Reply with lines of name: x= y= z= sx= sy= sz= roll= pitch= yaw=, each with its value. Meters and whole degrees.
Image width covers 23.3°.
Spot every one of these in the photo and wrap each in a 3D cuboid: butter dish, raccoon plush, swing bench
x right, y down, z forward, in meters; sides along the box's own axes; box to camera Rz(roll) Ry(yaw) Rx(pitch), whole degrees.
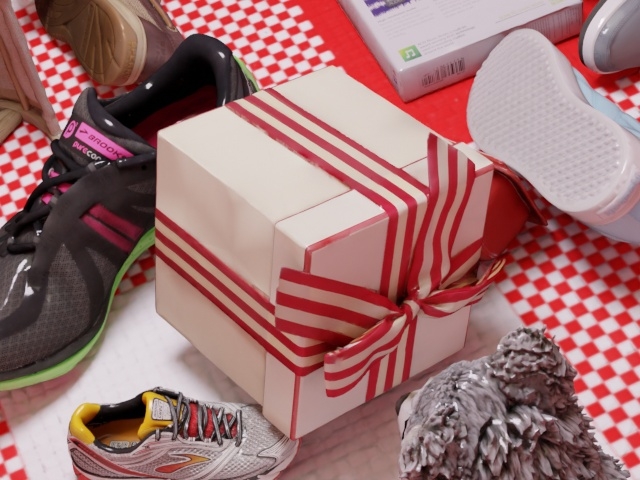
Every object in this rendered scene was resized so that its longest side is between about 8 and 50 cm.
butter dish: x=0.128 y=-0.028 z=1.561 sx=0.160 sy=0.160 sz=0.118 roll=23 pitch=80 yaw=27
raccoon plush: x=0.251 y=0.238 z=1.194 sx=0.446 sy=0.299 sz=0.216 roll=15 pitch=54 yaw=21
swing bench: x=-0.443 y=-0.166 z=1.690 sx=0.255 sy=0.253 sz=0.165 roll=-36 pitch=53 yaw=-20

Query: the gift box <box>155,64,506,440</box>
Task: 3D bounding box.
gift box: x=0.000 y=0.000 z=1.430 sx=0.255 sy=0.276 sz=0.258 roll=-29 pitch=49 yaw=-30

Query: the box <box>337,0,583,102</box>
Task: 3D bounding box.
box: x=0.135 y=-0.318 z=1.849 sx=0.232 sy=0.058 sz=0.322 roll=-21 pitch=51 yaw=-8

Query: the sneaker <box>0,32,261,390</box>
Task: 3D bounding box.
sneaker: x=-0.245 y=-0.042 z=1.583 sx=0.185 sy=0.202 sz=0.483 roll=25 pitch=58 yaw=28

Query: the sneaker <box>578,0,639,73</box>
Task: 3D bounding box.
sneaker: x=0.443 y=-0.235 z=1.686 sx=0.295 sy=0.124 sz=0.178 roll=-29 pitch=42 yaw=-16

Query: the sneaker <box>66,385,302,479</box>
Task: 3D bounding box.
sneaker: x=-0.128 y=0.185 z=1.442 sx=0.225 sy=0.092 sz=0.088 roll=-6 pitch=48 yaw=3

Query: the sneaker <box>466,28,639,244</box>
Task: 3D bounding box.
sneaker: x=0.267 y=-0.093 z=1.611 sx=0.135 sy=0.150 sz=0.366 roll=-48 pitch=30 yaw=16

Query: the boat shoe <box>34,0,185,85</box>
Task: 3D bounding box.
boat shoe: x=-0.251 y=-0.288 z=1.871 sx=0.123 sy=0.123 sz=0.342 roll=-1 pitch=31 yaw=-31
